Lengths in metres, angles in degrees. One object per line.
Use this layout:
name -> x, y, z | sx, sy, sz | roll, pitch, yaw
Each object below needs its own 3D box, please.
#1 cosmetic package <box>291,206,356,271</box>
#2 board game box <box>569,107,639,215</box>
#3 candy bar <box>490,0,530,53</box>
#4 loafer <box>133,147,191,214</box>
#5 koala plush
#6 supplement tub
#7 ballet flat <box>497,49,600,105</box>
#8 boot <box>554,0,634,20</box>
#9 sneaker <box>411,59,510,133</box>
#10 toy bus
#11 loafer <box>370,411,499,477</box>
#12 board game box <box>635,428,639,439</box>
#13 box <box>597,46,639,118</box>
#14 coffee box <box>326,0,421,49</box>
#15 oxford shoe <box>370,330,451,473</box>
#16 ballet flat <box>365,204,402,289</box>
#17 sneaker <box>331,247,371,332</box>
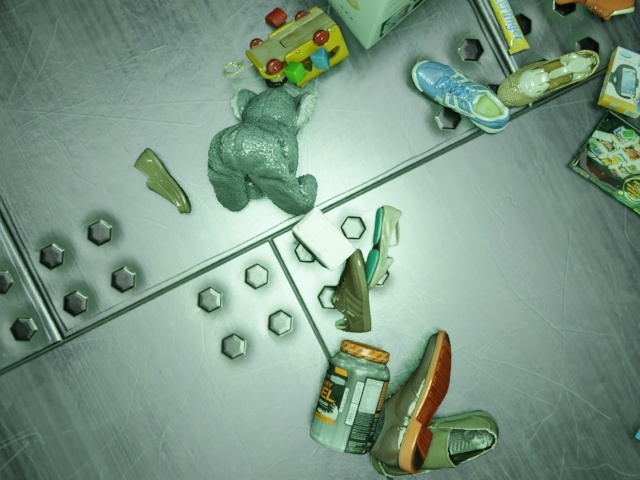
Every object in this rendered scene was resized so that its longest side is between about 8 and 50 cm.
cosmetic package -> 0.000, 0.000, 1.355 | 0.060, 0.239, 0.099 | -42, 90, -2
board game box -> 0.625, -0.126, 1.490 | 0.260, 0.030, 0.136 | 35, 85, -1
candy bar -> 0.355, -0.439, 1.490 | 0.040, 0.018, 0.161 | -23, 91, -3
loafer -> -0.295, -0.104, 1.439 | 0.050, 0.056, 0.148 | -36, 81, -2
koala plush -> -0.096, -0.188, 1.393 | 0.196, 0.203, 0.221 | 5, 59, 19
supplement tub -> 0.058, 0.285, 1.413 | 0.117, 0.117, 0.190 | 16, 88, -2
ballet flat -> 0.436, -0.315, 1.465 | 0.206, 0.067, 0.073 | -25, 91, -2
boot -> 0.526, -0.461, 1.479 | 0.158, 0.059, 0.084 | -7, 114, 10
sneaker -> 0.270, -0.279, 1.451 | 0.211, 0.081, 0.080 | 28, 89, 0
toy bus -> -0.048, -0.337, 1.428 | 0.202, 0.104, 0.190 | 4, 55, 28
loafer -> 0.215, 0.378, 1.432 | 0.251, 0.087, 0.094 | -17, 90, -3
board game box -> 0.793, 0.313, 1.470 | 0.242, 0.064, 0.316 | 34, 88, -1
box -> 0.591, -0.310, 1.481 | 0.081, 0.028, 0.136 | 20, 77, -3
coffee box -> 0.118, -0.602, 1.324 | 0.338, 0.334, 0.337 | -40, 91, -3
oxford shoe -> 0.169, 0.283, 1.416 | 0.098, 0.097, 0.271 | 7, 59, 32
ballet flat -> 0.121, 0.017, 1.454 | 0.052, 0.057, 0.168 | 12, 89, -15
sneaker -> 0.053, 0.099, 1.405 | 0.071, 0.066, 0.188 | -6, 124, 3
